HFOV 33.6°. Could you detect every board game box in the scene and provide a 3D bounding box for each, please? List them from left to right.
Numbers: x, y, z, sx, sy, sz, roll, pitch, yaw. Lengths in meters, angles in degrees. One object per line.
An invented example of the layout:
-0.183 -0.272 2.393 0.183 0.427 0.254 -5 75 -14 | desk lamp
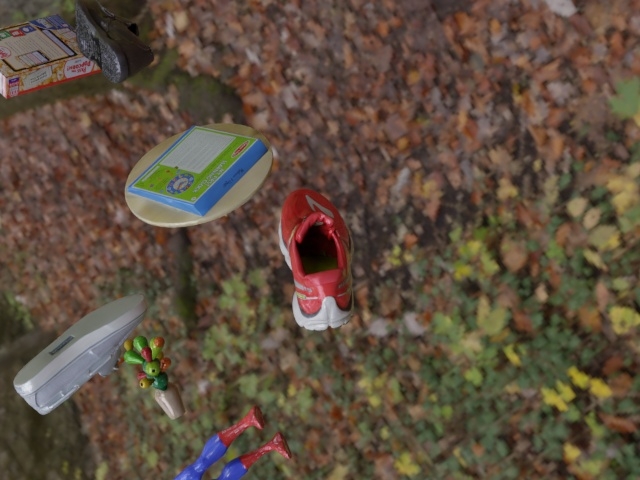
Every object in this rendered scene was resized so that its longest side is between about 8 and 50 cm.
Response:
-0.504 -0.327 1.862 0.147 0.194 0.045 40 136 29 | board game box

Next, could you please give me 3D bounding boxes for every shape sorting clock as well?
-0.162 -0.088 1.422 0.206 0.206 0.040 39 157 48 | shape sorting clock

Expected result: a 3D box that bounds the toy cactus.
-0.334 0.277 2.123 0.180 0.112 0.219 62 157 -4 | toy cactus

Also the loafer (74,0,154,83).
-0.318 -0.308 1.630 0.220 0.078 0.080 51 146 40 | loafer

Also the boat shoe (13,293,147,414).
-0.342 0.169 1.572 0.079 0.227 0.081 20 143 57 | boat shoe

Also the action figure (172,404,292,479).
-0.164 0.328 1.265 0.091 0.280 0.139 52 -174 -24 | action figure

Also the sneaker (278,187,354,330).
0.000 0.000 1.479 0.279 0.107 0.118 -105 9 -51 | sneaker
